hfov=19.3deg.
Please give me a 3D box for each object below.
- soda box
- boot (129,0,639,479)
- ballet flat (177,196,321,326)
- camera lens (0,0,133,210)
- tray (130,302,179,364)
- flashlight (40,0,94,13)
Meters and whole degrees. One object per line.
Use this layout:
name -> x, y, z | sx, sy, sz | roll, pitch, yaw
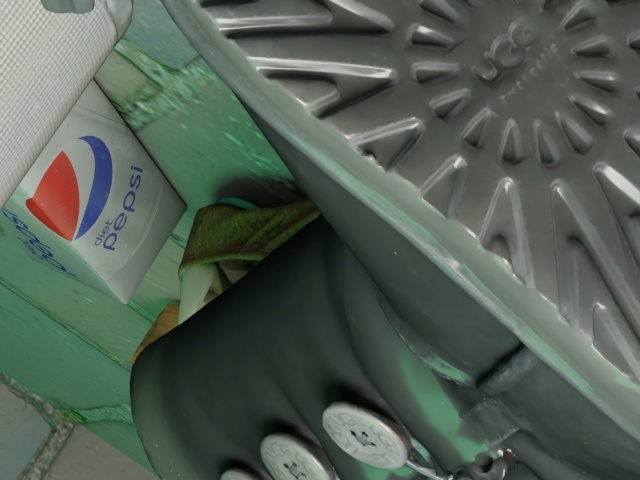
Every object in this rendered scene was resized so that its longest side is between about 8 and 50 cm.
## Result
soda box -> -0.196, -0.066, 1.292 | 0.098, 0.091, 0.286 | 24, 162, 26
boot -> 0.001, 0.002, 0.820 | 0.367, 0.146, 0.445 | 51, 158, 3
ballet flat -> -0.027, 0.038, 1.224 | 0.116, 0.124, 0.342 | 39, 163, -20
camera lens -> -0.245, -0.092, 0.966 | 0.219, 0.274, 0.219 | 30, 164, 9
tray -> 0.032, 0.164, 1.589 | 0.411, 0.076, 0.203 | 13, 156, 51
flashlight -> -0.113, -0.197, 0.729 | 0.103, 0.103, 0.304 | 5, 161, 1
